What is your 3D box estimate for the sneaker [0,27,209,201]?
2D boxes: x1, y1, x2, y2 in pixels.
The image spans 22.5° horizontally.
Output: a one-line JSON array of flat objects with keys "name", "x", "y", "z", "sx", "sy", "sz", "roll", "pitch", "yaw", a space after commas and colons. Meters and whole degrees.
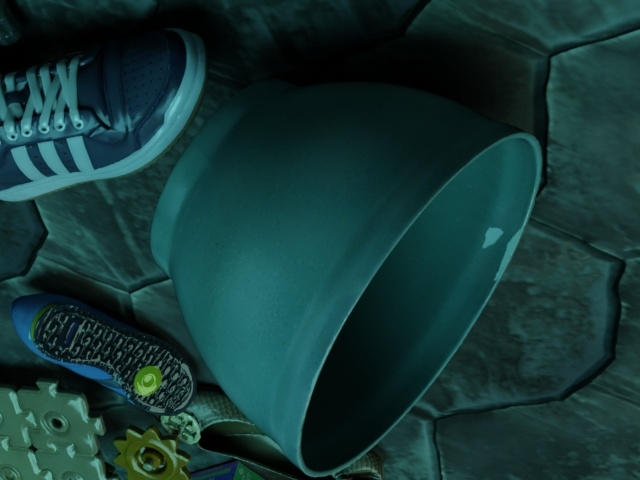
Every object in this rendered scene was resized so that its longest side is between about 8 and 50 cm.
[{"name": "sneaker", "x": -0.223, "y": -0.104, "z": 1.213, "sx": 0.282, "sy": 0.099, "sz": 0.153, "roll": -19, "pitch": 153, "yaw": 41}]

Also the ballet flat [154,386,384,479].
[{"name": "ballet flat", "x": -0.054, "y": 0.212, "z": 1.641, "sx": 0.250, "sy": 0.058, "sz": 0.084, "roll": 20, "pitch": 143, "yaw": -7}]

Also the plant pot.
[{"name": "plant pot", "x": 0.000, "y": 0.000, "z": 1.188, "sx": 0.196, "sy": 0.293, "sz": 0.293, "roll": 33, "pitch": 149, "yaw": 20}]

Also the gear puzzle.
[{"name": "gear puzzle", "x": -0.289, "y": 0.205, "z": 1.696, "sx": 0.339, "sy": 0.044, "sz": 0.175, "roll": 3, "pitch": 122, "yaw": 21}]

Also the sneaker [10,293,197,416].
[{"name": "sneaker", "x": -0.210, "y": 0.105, "z": 1.563, "sx": 0.209, "sy": 0.069, "sz": 0.082, "roll": 32, "pitch": 174, "yaw": -36}]

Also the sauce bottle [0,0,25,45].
[{"name": "sauce bottle", "x": -0.258, "y": -0.194, "z": 1.187, "sx": 0.042, "sy": 0.042, "sz": 0.128, "roll": 0, "pitch": 151, "yaw": 19}]

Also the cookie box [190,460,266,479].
[{"name": "cookie box", "x": -0.088, "y": 0.292, "z": 1.774, "sx": 0.092, "sy": 0.040, "sz": 0.107, "roll": -21, "pitch": 132, "yaw": 41}]
